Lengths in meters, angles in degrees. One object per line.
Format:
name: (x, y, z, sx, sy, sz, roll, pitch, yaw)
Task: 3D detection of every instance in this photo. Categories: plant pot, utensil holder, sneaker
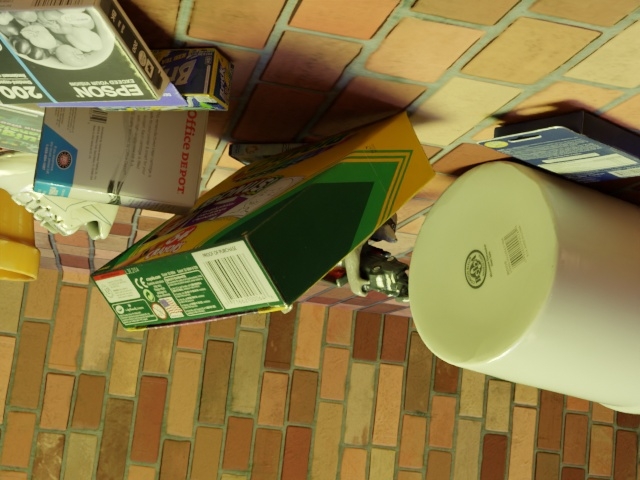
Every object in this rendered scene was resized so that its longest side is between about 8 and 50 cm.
plant pot: (-0.625, -0.033, 1.954, 0.205, 0.188, 0.205, 7, 169, 1)
utensil holder: (0.372, 0.075, 1.563, 0.385, 0.327, 0.328, 15, 167, -33)
sneaker: (-0.449, -0.079, 1.742, 0.111, 0.129, 0.297, -1, 169, 41)

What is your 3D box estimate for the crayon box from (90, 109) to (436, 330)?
crayon box: (-0.079, -0.020, 1.346, 0.363, 0.106, 0.313, -12, -157, 49)

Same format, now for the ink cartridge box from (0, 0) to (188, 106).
ink cartridge box: (-0.274, -0.190, 1.099, 0.206, 0.045, 0.208, 2, 152, 22)

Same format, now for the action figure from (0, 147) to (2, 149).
action figure: (-0.512, -0.163, 1.613, 0.038, 0.030, 0.115, 12, 167, -12)

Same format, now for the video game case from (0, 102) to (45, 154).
video game case: (-0.470, -0.173, 1.483, 0.190, 0.022, 0.173, 10, 162, -23)

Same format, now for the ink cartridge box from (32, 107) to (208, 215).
ink cartridge box: (-0.257, -0.122, 1.335, 0.203, 0.148, 0.086, 10, 168, -17)

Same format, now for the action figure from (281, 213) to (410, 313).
action figure: (0.027, 0.007, 1.695, 0.341, 0.178, 0.330, 14, -154, 41)

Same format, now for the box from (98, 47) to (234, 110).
box: (-0.188, -0.185, 1.191, 0.169, 0.059, 0.054, 3, 169, 20)

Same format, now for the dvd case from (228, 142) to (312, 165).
dvd case: (0.011, -0.115, 1.570, 0.253, 0.022, 0.180, 2, 170, 24)

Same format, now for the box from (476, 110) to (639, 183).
box: (0.319, -0.119, 1.306, 0.225, 0.036, 0.136, 13, 168, -40)
